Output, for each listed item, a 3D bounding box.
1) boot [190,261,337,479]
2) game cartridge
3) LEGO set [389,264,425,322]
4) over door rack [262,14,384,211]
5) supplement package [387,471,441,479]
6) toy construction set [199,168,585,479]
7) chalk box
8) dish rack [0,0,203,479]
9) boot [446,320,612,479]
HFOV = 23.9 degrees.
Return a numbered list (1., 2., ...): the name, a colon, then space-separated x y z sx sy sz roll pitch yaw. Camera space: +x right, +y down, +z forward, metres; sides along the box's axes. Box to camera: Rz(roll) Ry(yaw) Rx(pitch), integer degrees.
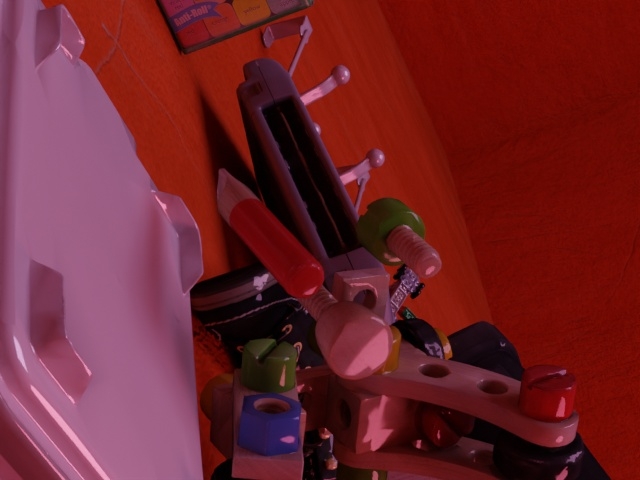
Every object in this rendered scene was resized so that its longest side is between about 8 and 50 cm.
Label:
1. boot: -0.025 0.105 1.157 0.236 0.085 0.179 10 64 -81
2. game cartridge: 0.000 0.000 1.362 0.198 0.062 0.297 73 -6 -54
3. LEGO set: 0.051 0.095 1.535 0.244 0.060 0.182 16 49 -39
4. over door rack: 0.019 -0.101 1.728 0.324 0.108 0.240 -92 162 -60
5. supplement package: 0.090 0.305 1.287 0.139 0.133 0.244 37 36 -73
6. toy construction set: 0.002 0.080 0.975 0.237 0.257 0.309 46 -21 55
7. chalk box: -0.087 -0.265 1.356 0.213 0.132 0.132 -92 161 -56
8. dish rack: -0.124 0.028 0.796 0.285 0.072 0.333 61 13 -44
9. boot: 0.267 0.330 1.427 0.445 0.146 0.367 50 -6 37
